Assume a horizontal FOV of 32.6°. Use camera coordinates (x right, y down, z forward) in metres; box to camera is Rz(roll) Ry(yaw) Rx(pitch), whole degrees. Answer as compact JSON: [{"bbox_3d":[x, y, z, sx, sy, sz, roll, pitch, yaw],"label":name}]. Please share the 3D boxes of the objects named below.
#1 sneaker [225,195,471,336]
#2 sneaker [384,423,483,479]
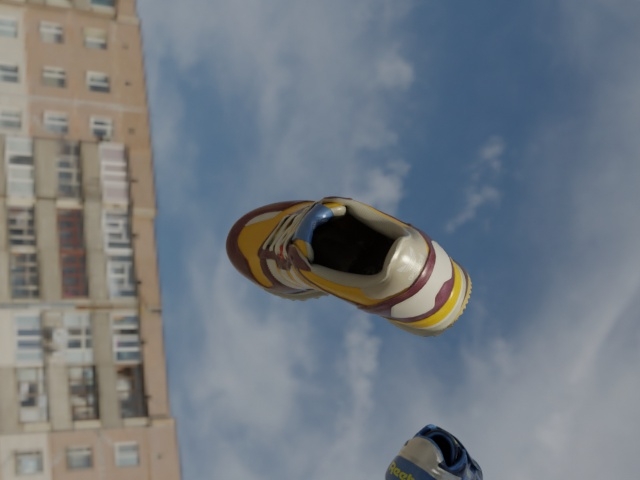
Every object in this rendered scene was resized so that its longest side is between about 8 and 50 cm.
[{"bbox_3d":[0.000,0.000,0.659,0.185,0.084,0.070,12,-110,40],"label":"sneaker"},{"bbox_3d":[0.095,0.173,0.833,0.053,0.144,0.059,25,-84,25],"label":"sneaker"}]
